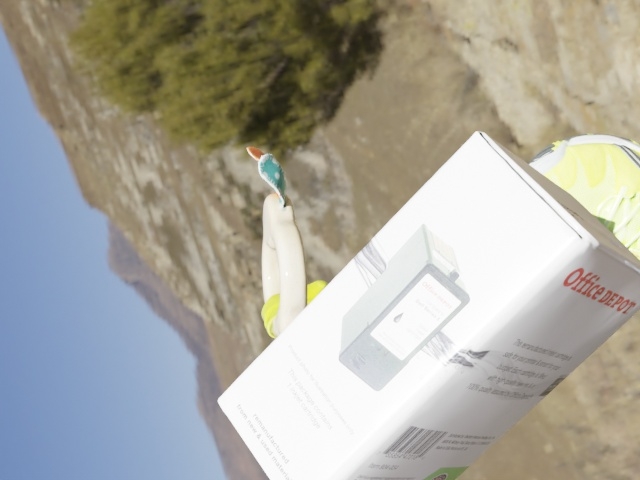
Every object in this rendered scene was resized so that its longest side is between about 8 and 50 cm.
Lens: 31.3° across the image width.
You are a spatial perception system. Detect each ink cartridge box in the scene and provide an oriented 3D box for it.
[{"bbox_3d":[0.093,0.074,0.836,0.115,0.273,0.198,51,-165,28],"label":"ink cartridge box"}]

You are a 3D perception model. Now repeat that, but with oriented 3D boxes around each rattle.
[{"bbox_3d":[0.000,0.000,1.183,0.130,0.143,0.199,55,-148,-83],"label":"rattle"}]

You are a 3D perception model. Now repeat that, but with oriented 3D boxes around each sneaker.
[{"bbox_3d":[0.427,-0.023,1.421,0.147,0.385,0.145,-113,41,-64],"label":"sneaker"}]
